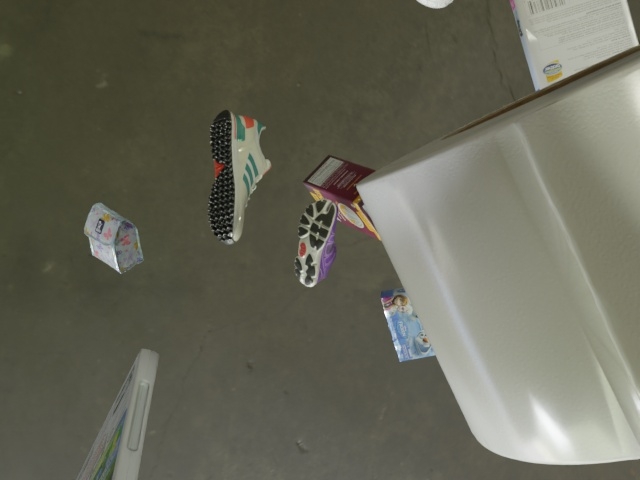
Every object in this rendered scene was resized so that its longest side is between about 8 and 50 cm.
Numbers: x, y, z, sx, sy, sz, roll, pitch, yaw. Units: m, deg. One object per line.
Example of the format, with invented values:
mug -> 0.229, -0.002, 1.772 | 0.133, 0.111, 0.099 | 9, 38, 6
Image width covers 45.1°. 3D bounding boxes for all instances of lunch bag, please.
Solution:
lunch bag -> -0.293, -0.006, 1.082 | 0.071, 0.053, 0.083 | 28, 133, 33

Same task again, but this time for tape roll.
tape roll -> 0.164, -0.010, 0.442 | 0.246, 0.246, 0.169 | -24, 94, 16

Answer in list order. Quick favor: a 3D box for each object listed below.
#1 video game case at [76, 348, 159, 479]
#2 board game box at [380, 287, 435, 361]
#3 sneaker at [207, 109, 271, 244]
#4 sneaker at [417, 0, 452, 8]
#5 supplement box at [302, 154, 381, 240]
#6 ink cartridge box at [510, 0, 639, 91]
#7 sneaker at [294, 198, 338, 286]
video game case -> -0.331, 0.374, 1.158 | 0.036, 0.300, 0.329 | 23, 115, -16
board game box -> 0.125, 0.093, 0.904 | 0.090, 0.020, 0.090 | -14, 112, 13
sneaker -> -0.091, -0.074, 0.932 | 0.057, 0.075, 0.161 | -10, 79, 49
sneaker -> 0.148, -0.522, 1.447 | 0.263, 0.121, 0.099 | 9, 84, -9
supplement box -> 0.064, -0.081, 1.423 | 0.081, 0.104, 0.188 | -46, 34, -12
ink cartridge box -> 0.460, -0.358, 1.377 | 0.186, 0.065, 0.311 | -16, 89, 8
sneaker -> 0.000, 0.000, 1.372 | 0.068, 0.071, 0.169 | 33, 124, 30
